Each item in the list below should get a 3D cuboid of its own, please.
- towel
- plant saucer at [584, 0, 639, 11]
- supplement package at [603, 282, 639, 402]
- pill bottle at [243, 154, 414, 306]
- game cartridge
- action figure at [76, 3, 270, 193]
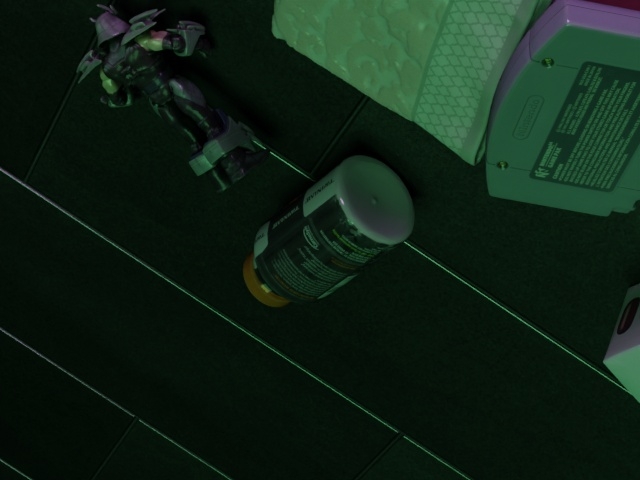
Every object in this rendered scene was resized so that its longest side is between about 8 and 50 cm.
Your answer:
[{"bbox_3d":[0.095,-0.271,1.693,0.317,0.053,0.332,35,143,14],"label":"towel"},{"bbox_3d":[0.338,-0.288,1.597,0.332,0.084,0.332,15,133,16],"label":"plant saucer"},{"bbox_3d":[0.512,0.125,1.827,0.204,0.145,0.262,46,133,-16],"label":"supplement package"},{"bbox_3d":[0.000,0.000,1.990,0.130,0.130,0.246,42,134,-12],"label":"pill bottle"},{"bbox_3d":[0.285,-0.138,1.635,0.198,0.062,0.297,13,144,-3],"label":"game cartridge"},{"bbox_3d":[-0.192,-0.189,1.953,0.285,0.099,0.185,49,140,-13],"label":"action figure"}]
